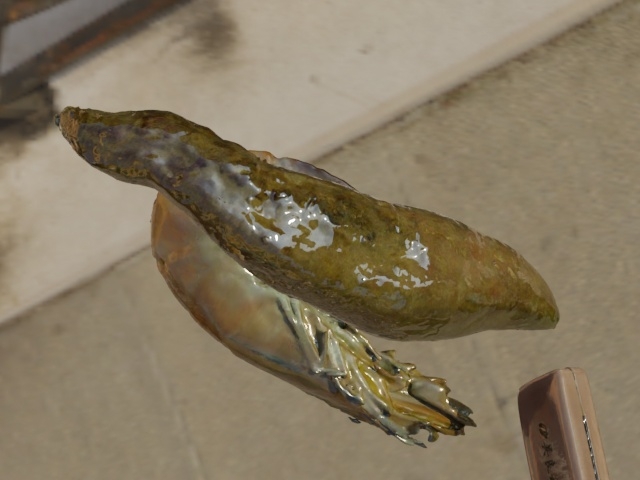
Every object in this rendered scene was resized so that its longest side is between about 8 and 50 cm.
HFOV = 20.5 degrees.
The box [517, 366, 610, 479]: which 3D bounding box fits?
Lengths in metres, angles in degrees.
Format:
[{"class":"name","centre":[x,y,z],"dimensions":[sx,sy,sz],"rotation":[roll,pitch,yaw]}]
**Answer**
[{"class":"box","centre":[0.137,0.130,0.983],"dimensions":[0.048,0.025,0.115],"rotation":[-31,63,51]}]

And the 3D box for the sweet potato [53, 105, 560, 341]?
[{"class":"sweet potato","centre":[0.001,0.000,0.473],"dimensions":[0.153,0.041,0.038],"rotation":[22,87,-19]}]

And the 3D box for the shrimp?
[{"class":"shrimp","centre":[0.006,0.033,1.035],"dimensions":[0.236,0.053,0.133],"rotation":[39,110,-3]}]
